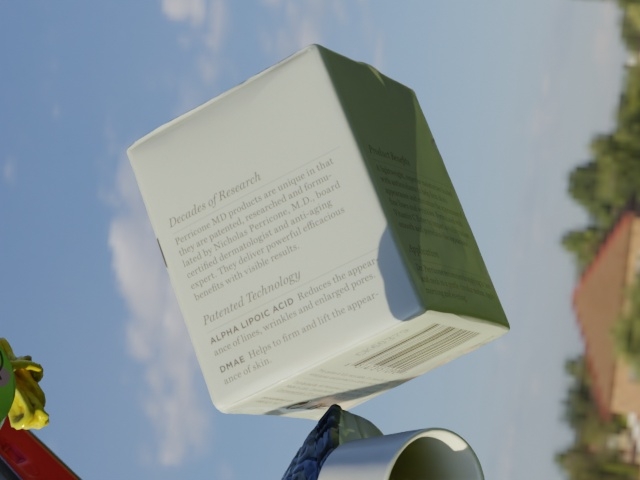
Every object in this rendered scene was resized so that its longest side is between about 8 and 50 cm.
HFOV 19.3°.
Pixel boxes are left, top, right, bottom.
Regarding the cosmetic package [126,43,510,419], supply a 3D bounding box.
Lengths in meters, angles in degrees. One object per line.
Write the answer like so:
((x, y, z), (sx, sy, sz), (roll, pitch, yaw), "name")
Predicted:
((0.000, 0.000, 1.195), (0.151, 0.151, 0.184), (17, -131, -63), "cosmetic package")

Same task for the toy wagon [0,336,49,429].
((-0.269, 0.091, 0.870), (0.344, 0.267, 0.068), (-19, -28, -41), "toy wagon")

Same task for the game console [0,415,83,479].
((-0.261, 0.266, 1.446), (0.060, 0.342, 0.386), (-33, -29, -38), "game console")

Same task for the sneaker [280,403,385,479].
((0.038, 0.194, 0.912), (0.111, 0.129, 0.297), (-59, 23, 26), "sneaker")

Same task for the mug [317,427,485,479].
((0.028, 0.121, 0.853), (0.062, 0.064, 0.078), (41, -117, -31), "mug")
